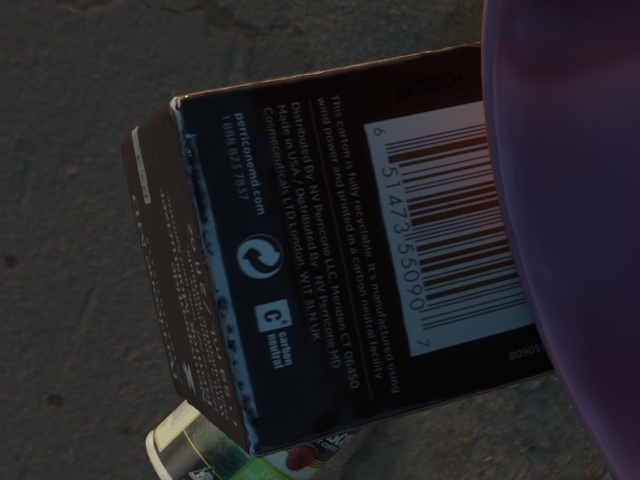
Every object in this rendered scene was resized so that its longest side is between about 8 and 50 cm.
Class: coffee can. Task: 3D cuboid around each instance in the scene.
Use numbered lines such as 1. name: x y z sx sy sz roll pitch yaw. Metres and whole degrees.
1. coffee can: -0.073 0.246 1.480 0.275 0.201 0.201 -44 73 6

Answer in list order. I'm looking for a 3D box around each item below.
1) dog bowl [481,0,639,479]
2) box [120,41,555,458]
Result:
1. dog bowl: 0.198 -0.003 0.345 0.150 0.408 0.408 -22 77 -13
2. box: 0.000 0.000 0.581 0.167 0.203 0.168 -14 94 -17
